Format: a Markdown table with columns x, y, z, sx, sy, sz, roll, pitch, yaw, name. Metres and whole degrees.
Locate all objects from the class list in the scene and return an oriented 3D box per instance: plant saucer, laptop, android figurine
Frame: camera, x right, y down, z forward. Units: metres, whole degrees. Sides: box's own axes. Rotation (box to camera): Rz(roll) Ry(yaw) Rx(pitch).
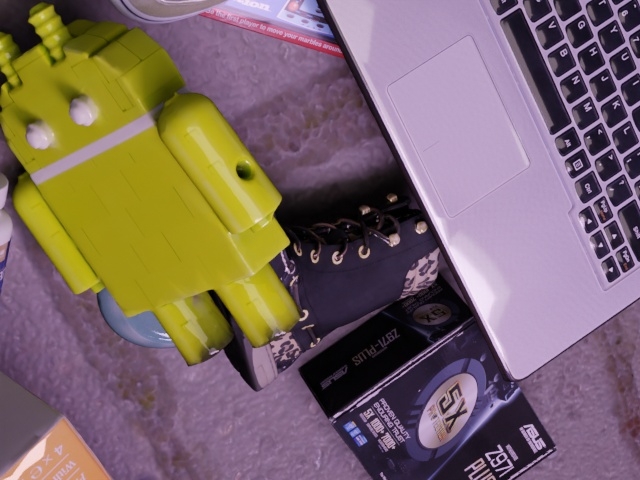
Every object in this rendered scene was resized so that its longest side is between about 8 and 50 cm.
| x | y | z | sx | sy | sz | roll | pitch | yaw | name |
| --- | --- | --- | --- | --- | --- | --- | --- | --- | --- |
| -0.113 | 0.038 | 1.305 | 0.119 | 0.021 | 0.119 | -10 | 122 | -17 | plant saucer |
| 0.270 | -0.128 | 1.180 | 0.408 | 0.236 | 0.382 | -33 | 112 | -13 | laptop |
| -0.127 | -0.038 | 1.142 | 0.056 | 0.248 | 0.273 | -43 | 107 | -36 | android figurine |

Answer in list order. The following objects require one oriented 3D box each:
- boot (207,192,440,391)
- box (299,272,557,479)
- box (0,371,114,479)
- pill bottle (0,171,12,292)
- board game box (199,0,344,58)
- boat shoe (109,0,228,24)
| x | y | z | sx | sy | sz | roll | pitch | yaw | name |
| --- | --- | --- | --- | --- | --- | --- | --- | --- | --- |
| -0.001 | -0.001 | 1.263 | 0.178 | 0.085 | 0.236 | -27 | 145 | -17 | boot |
| 0.093 | 0.144 | 1.417 | 0.147 | 0.077 | 0.180 | -34 | 125 | -2 | box |
| -0.233 | 0.274 | 1.248 | 0.215 | 0.168 | 0.345 | -46 | 134 | -19 | box |
| -0.257 | 0.008 | 1.199 | 0.067 | 0.067 | 0.120 | 4 | 117 | -24 | pill bottle |
| 0.015 | -0.208 | 1.212 | 0.281 | 0.027 | 0.145 | 13 | 111 | -28 | board game box |
| -0.011 | -0.239 | 1.108 | 0.302 | 0.094 | 0.109 | -34 | 123 | -6 | boat shoe |
